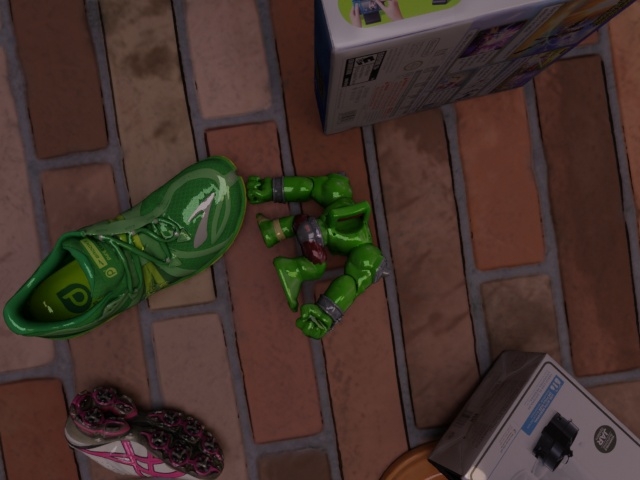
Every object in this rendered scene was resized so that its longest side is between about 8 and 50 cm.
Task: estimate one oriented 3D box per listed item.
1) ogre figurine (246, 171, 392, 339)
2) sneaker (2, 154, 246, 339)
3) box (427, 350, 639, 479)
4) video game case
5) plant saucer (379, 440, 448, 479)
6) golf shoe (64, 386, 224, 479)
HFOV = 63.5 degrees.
[{"bbox_3d":[0.000,0.000,0.572,0.118,0.096,0.197,-20,48,-5],"label":"ogre figurine"},{"bbox_3d":[-0.202,0.019,0.559,0.296,0.123,0.109,-37,92,0],"label":"sneaker"},{"bbox_3d":[0.286,0.279,0.573,0.290,0.087,0.169,44,73,-2],"label":"box"},{"bbox_3d":[0.118,-0.182,0.485,0.245,0.269,0.061,-13,90,-1],"label":"video game case"},{"bbox_3d":[0.159,0.343,0.619,0.200,0.037,0.199,0,92,0],"label":"plant saucer"},{"bbox_3d":[-0.203,0.239,0.603,0.186,0.067,0.085,24,118,-2],"label":"golf shoe"}]
